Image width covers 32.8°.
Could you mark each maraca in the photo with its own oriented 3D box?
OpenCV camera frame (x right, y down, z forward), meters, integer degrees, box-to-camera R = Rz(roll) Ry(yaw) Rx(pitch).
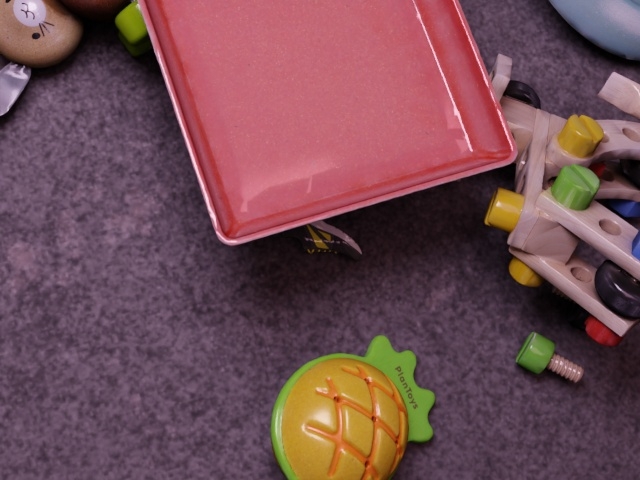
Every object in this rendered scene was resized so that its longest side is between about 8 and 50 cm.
[{"bbox_3d":[0.032,0.155,0.949,0.186,0.099,0.127,-25,92,-41],"label":"maraca"}]

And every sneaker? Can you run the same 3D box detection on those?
[{"bbox_3d":[0.000,0.000,1.011,0.083,0.031,0.035,31,87,1],"label":"sneaker"}]

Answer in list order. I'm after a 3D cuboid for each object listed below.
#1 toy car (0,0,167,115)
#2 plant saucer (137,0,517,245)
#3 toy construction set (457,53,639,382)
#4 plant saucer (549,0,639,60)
[{"bbox_3d":[-0.246,-0.203,0.954,0.188,0.149,0.155,-36,97,-5],"label":"toy car"},{"bbox_3d":[-0.001,-0.143,0.897,0.259,0.048,0.258,-17,79,-15],"label":"plant saucer"},{"bbox_3d":[0.212,-0.068,0.940,0.237,0.309,0.257,28,66,1],"label":"toy construction set"},{"bbox_3d":[0.334,-0.341,1.099,0.318,0.044,0.317,2,86,-26],"label":"plant saucer"}]
